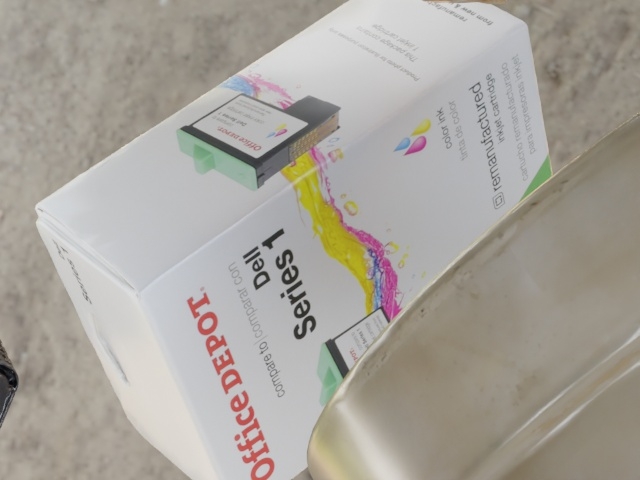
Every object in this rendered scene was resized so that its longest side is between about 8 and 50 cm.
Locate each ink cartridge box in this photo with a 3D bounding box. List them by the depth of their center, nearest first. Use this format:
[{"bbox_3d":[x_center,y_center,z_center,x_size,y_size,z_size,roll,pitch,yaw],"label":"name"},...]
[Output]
[{"bbox_3d":[0.000,0.000,0.885,0.278,0.201,0.117,-36,44,-19],"label":"ink cartridge box"}]

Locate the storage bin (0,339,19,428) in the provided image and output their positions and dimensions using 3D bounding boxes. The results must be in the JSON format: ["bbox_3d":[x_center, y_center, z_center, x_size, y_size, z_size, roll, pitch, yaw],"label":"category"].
[{"bbox_3d":[-0.311,0.102,0.999,0.084,0.180,0.122,52,125,43],"label":"storage bin"}]

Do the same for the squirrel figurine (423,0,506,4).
[{"bbox_3d":[0.069,-0.285,0.618,0.370,0.281,0.397,-28,72,4],"label":"squirrel figurine"}]

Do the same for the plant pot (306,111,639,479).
[{"bbox_3d":[0.200,0.115,0.594,0.323,0.323,0.280,-46,67,29],"label":"plant pot"}]
